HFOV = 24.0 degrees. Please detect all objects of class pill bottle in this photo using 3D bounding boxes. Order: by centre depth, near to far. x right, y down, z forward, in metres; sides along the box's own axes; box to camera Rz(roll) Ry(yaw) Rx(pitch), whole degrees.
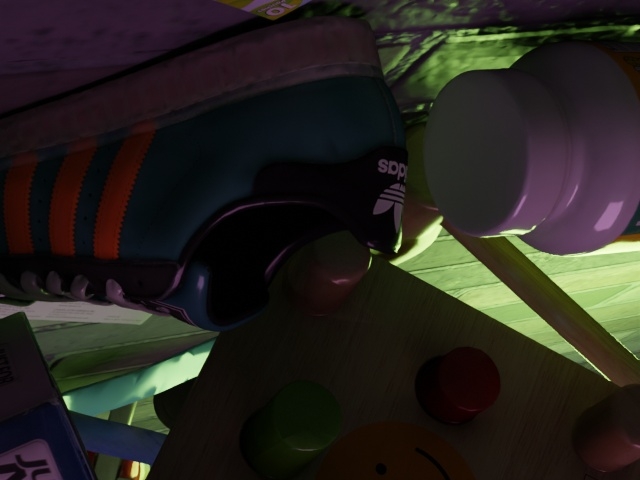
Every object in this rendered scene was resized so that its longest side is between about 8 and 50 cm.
[{"bbox_3d":[0.164,-0.052,0.831,0.208,0.118,0.117,-4,162,-34],"label":"pill bottle"}]

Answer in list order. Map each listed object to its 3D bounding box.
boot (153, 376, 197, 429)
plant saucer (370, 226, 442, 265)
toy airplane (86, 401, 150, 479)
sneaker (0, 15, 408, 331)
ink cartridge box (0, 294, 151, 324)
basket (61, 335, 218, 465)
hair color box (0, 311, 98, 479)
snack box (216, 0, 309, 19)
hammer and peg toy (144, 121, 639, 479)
[{"bbox_3d":[-0.026,0.137,1.513,0.264,0.096,0.280,-20,175,-2],"label":"boot"},{"bbox_3d":[0.000,0.000,1.034,0.200,0.037,0.200,-13,165,-4],"label":"plant saucer"},{"bbox_3d":[-0.219,0.265,1.408,0.384,0.272,0.386,-22,121,21],"label":"toy airplane"},{"bbox_3d":[-0.098,-0.004,0.743,0.302,0.121,0.108,-20,166,23],"label":"sneaker"},{"bbox_3d":[-0.108,-0.016,0.899,0.179,0.045,0.145,-43,154,25],"label":"ink cartridge box"},{"bbox_3d":[-0.002,0.122,1.040,0.289,0.201,0.254,6,-166,28],"label":"basket"},{"bbox_3d":[-0.274,0.162,0.701,0.347,0.105,0.174,-23,-163,-11],"label":"hair color box"},{"bbox_3d":[0.006,-0.130,0.532,0.141,0.037,0.100,-23,165,30],"label":"snack box"},{"bbox_3d":[0.067,0.102,0.812,0.266,0.361,0.127,29,151,-3],"label":"hammer and peg toy"}]
